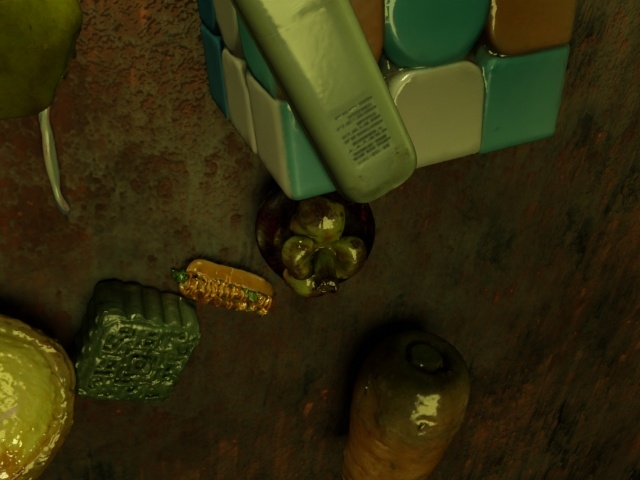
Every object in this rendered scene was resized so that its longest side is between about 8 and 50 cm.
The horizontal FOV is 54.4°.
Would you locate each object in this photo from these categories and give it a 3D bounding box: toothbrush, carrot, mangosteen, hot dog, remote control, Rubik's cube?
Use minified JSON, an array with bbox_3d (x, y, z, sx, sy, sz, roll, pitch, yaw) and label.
[{"bbox_3d":[-0.354,-0.152,0.810,0.027,0.021,0.269,-2,121,-10],"label":"toothbrush"},{"bbox_3d":[0.166,0.352,1.250,0.224,0.224,0.340,-5,126,-23],"label":"carrot"},{"bbox_3d":[0.000,0.000,0.952,0.192,0.217,0.192,-9,125,-13],"label":"mangosteen"},{"bbox_3d":[-0.154,0.081,1.030,0.188,0.055,0.072,18,112,-34],"label":"hot dog"},{"bbox_3d":[0.002,-0.153,0.533,0.090,0.038,0.309,-33,127,1],"label":"remote control"},{"bbox_3d":[0.050,-0.296,0.707,0.344,0.347,0.346,-15,124,-18],"label":"Rubik's cube"}]

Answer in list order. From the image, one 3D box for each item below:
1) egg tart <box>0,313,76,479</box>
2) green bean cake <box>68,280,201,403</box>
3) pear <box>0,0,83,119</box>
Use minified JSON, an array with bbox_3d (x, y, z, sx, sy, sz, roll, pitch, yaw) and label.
[{"bbox_3d":[-0.499,0.235,0.897,0.294,0.123,0.294,-5,100,-29],"label":"egg tart"},{"bbox_3d":[-0.296,0.170,0.994,0.173,0.094,0.181,19,111,-34],"label":"green bean cake"},{"bbox_3d":[-0.396,-0.243,0.597,0.321,0.269,0.269,34,102,-23],"label":"pear"}]
